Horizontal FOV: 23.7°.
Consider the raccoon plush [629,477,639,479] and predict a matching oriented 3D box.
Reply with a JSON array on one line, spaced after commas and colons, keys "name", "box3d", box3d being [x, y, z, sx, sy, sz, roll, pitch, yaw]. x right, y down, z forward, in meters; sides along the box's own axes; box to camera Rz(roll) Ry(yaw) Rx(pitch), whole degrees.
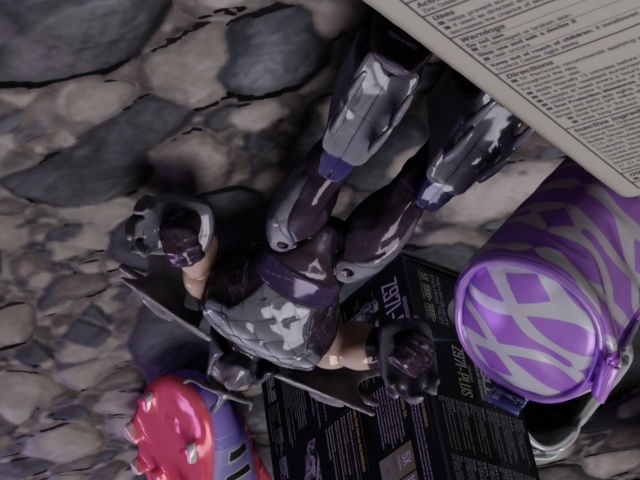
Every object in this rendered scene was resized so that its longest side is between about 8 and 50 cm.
[{"name": "raccoon plush", "box3d": [0.297, 0.218, 1.120, 0.446, 0.216, 0.299, 1, 153, 7]}]

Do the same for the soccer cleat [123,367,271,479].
[{"name": "soccer cleat", "box3d": [-0.071, 0.155, 1.015, 0.095, 0.083, 0.248, -29, 146, -27]}]

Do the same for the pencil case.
[{"name": "pencil case", "box3d": [0.146, -0.005, 0.743, 0.088, 0.206, 0.086, 23, 136, 25]}]

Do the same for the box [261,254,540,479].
[{"name": "box", "box3d": [0.045, 0.127, 0.902, 0.077, 0.180, 0.147, 21, 133, -33]}]

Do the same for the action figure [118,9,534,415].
[{"name": "action figure", "box3d": [0.000, 0.000, 0.782, 0.185, 0.099, 0.285, 22, 128, -17]}]

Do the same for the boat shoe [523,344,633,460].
[{"name": "boat shoe", "box3d": [0.132, 0.105, 0.984, 0.083, 0.076, 0.226, 1, 142, -16]}]

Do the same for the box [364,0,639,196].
[{"name": "box", "box3d": [0.125, -0.127, 0.589, 0.148, 0.127, 0.232, -17, 151, 32]}]
